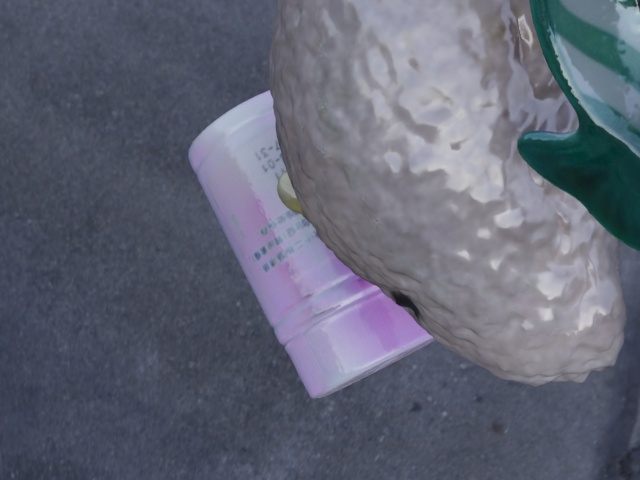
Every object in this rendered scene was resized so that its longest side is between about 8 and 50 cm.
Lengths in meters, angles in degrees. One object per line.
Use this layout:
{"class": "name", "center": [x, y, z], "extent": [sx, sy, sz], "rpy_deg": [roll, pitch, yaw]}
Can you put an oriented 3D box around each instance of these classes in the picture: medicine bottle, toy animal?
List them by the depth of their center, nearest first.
{"class": "toy animal", "center": [0.062, -0.087, 0.588], "extent": [0.188, 0.358, 0.226], "rpy_deg": [-18, 19, -19]}
{"class": "medicine bottle", "center": [0.000, 0.000, 0.887], "extent": [0.152, 0.152, 0.254], "rpy_deg": [-21, 79, -30]}

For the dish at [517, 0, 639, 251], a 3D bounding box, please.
{"class": "dish", "center": [0.179, -0.096, 0.383], "extent": [0.224, 0.246, 0.078], "rpy_deg": [41, 57, 4]}
